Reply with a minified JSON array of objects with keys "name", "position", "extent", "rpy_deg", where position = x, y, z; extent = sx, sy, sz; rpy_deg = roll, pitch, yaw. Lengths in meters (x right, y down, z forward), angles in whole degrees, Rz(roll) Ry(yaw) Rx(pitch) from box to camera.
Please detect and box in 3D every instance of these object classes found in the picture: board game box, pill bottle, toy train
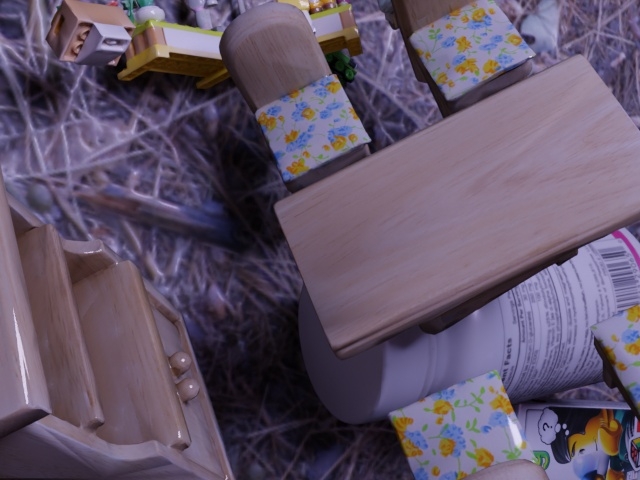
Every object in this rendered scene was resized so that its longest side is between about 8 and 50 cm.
[{"name":"board game box","position":[0.238,0.312,0.859],"extent":[0.193,0.053,0.305],"rpy_deg":[8,85,-29]},{"name":"pill bottle","position":[0.135,0.064,0.745],"extent":[0.283,0.160,0.160],"rpy_deg":[-6,92,-29]},{"name":"toy train","position":[0.000,-0.168,0.755],"extent":[0.083,0.017,0.023],"rpy_deg":[36,62,-24]}]

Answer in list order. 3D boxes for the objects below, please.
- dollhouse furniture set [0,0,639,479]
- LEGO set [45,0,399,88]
[{"name":"dollhouse furniture set","position":[0.000,0.000,0.509],"extent":[0.394,0.256,0.362],"rpy_deg":[-26,59,4]},{"name":"LEGO set","position":[-0.069,-0.189,0.664],"extent":[0.287,0.132,0.107],"rpy_deg":[-12,83,-18]}]
